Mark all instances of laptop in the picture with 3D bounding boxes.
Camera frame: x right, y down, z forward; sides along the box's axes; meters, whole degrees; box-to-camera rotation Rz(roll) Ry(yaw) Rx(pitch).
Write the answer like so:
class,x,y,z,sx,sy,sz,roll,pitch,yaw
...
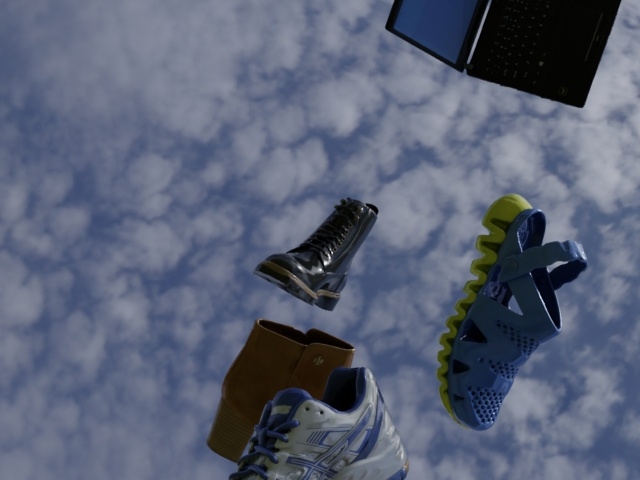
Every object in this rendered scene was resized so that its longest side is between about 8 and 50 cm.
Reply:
class,x,y,z,sx,sy,sz,roll,pitch,yaw
laptop,0.256,-0.332,1.290,0.265,0.136,0.234,20,-90,15

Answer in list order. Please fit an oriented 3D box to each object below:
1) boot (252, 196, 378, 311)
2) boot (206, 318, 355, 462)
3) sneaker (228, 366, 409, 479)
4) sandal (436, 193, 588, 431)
class,x,y,z,sx,sy,sz,roll,pitch,yaw
boot,0.000,0.000,1.103,0.077,0.198,0.137,30,-89,14
boot,0.007,0.239,1.341,0.295,0.104,0.211,25,-75,-10
sneaker,-0.041,0.208,0.900,0.112,0.296,0.130,-12,-84,40
sandal,0.250,0.100,1.277,0.138,0.126,0.317,17,-88,38
